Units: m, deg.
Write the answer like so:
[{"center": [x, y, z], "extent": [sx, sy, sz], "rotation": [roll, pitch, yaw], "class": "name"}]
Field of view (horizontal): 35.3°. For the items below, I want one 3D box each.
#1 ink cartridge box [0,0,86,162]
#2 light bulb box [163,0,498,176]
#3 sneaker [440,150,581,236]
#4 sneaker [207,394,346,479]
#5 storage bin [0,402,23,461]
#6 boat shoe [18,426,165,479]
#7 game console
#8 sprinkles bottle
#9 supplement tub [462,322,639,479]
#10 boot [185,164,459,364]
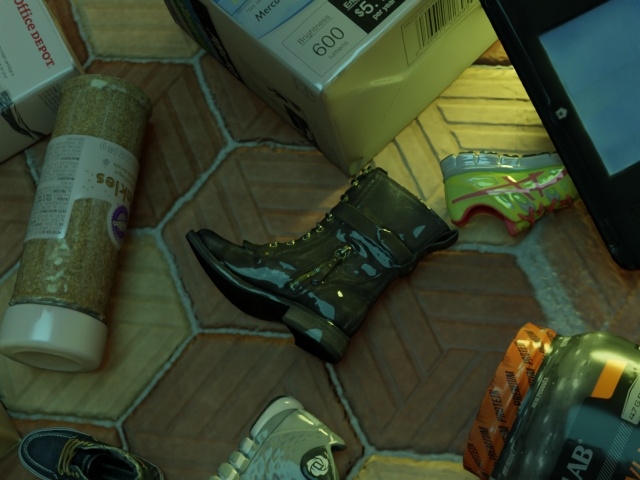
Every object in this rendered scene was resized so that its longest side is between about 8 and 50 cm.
[{"center": [-0.439, -0.206, 1.339], "extent": [0.237, 0.100, 0.172], "rotation": [-31, 65, -2], "class": "ink cartridge box"}, {"center": [0.023, -0.342, 1.238], "extent": [0.358, 0.225, 0.361], "rotation": [-44, 67, -8], "class": "light bulb box"}, {"center": [0.242, -0.049, 1.157], "extent": [0.209, 0.081, 0.094], "rotation": [0, 76, 17], "class": "sneaker"}, {"center": [-0.054, 0.285, 1.063], "extent": [0.132, 0.086, 0.228], "rotation": [31, 75, 19], "class": "sneaker"}, {"center": [-0.499, 0.225, 1.080], "extent": [0.260, 0.262, 0.123], "rotation": [-37, 68, -6], "class": "storage bin"}, {"center": [-0.266, 0.244, 1.122], "extent": [0.184, 0.083, 0.065], "rotation": [12, 70, 16], "class": "boat shoe"}, {"center": [0.391, -0.206, 1.100], "extent": [0.342, 0.060, 0.386], "rotation": [-28, 91, -10], "class": "game console"}, {"center": [-0.293, -0.024, 1.221], "extent": [0.121, 0.121, 0.355], "rotation": [2, 68, 12], "class": "sprinkles bottle"}, {"center": [0.321, 0.218, 0.949], "extent": [0.338, 0.207, 0.207], "rotation": [23, 73, 20], "class": "supplement tub"}, {"center": [0.000, 0.000, 1.183], "extent": [0.263, 0.091, 0.229], "rotation": [33, 72, 17], "class": "boot"}]
